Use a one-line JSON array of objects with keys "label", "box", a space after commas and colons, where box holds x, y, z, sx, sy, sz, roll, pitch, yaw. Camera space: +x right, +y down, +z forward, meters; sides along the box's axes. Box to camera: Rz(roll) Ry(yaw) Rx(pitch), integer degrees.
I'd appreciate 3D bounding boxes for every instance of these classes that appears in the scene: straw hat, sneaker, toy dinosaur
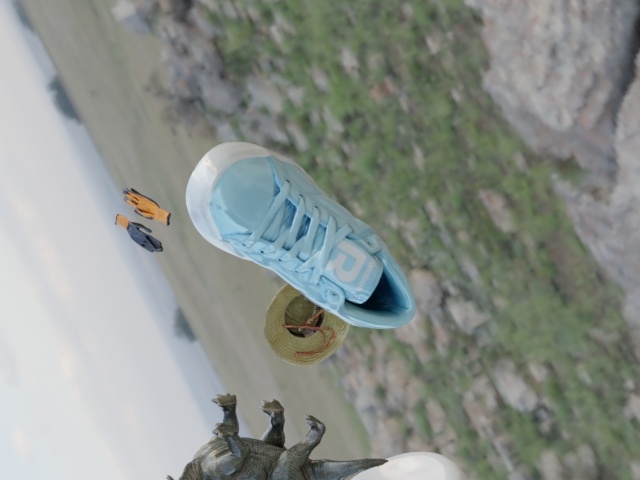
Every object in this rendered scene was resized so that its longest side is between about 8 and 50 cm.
[{"label": "straw hat", "box": [-0.029, 0.099, 1.888, 0.061, 0.144, 0.144, 40, 157, 55]}, {"label": "sneaker", "box": [0.000, 0.000, 1.574, 0.150, 0.135, 0.366, 21, 173, 41]}, {"label": "toy dinosaur", "box": [-0.077, 0.290, 1.729, 0.121, 0.313, 0.160, -128, 42, -59]}]

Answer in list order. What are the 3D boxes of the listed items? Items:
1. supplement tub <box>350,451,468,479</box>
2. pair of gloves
[{"label": "supplement tub", "box": [0.167, 0.514, 2.070, 0.325, 0.235, 0.235, 64, 173, -21]}, {"label": "pair of gloves", "box": [-0.219, -0.024, 1.665, 0.074, 0.010, 0.083, 33, 137, 13]}]
